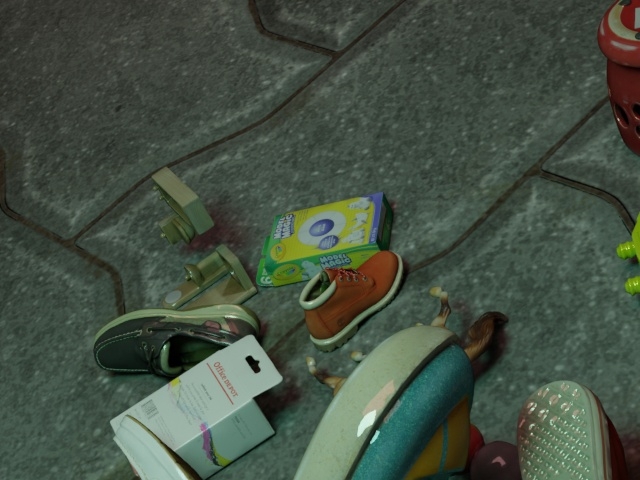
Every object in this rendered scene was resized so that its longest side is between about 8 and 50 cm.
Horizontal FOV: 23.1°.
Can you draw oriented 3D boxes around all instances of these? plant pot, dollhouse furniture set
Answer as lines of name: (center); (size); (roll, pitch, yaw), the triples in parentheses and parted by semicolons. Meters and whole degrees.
plant pot: (0.435, -0.216, 1.892); (0.191, 0.174, 0.191); (-17, 35, 12)
dollhouse furniture set: (-0.191, 0.018, 2.020); (0.123, 0.151, 0.144); (-35, 34, -10)

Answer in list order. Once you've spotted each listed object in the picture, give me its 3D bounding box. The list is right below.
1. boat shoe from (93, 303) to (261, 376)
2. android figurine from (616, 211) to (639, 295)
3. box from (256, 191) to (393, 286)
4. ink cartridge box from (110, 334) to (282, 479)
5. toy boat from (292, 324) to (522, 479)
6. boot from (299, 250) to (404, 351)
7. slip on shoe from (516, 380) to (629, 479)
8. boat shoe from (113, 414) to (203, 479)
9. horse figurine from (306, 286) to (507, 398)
boat shoe: (-0.185, 0.131, 1.937); (0.223, 0.080, 0.073); (-10, 34, 16)
android figurine: (0.460, -0.007, 1.713); (0.273, 0.056, 0.248); (-18, 37, 11)
box: (0.000, 0.000, 2.014); (0.179, 0.043, 0.105); (-14, 37, 20)
ink cartridge box: (-0.133, 0.206, 1.820); (0.198, 0.067, 0.115); (-33, 36, -5)
toy boat: (0.099, 0.210, 1.481); (0.148, 0.318, 0.267); (29, 100, 23)
boot: (0.038, 0.053, 1.888); (0.059, 0.084, 0.158); (16, 52, 46)
slip on shoe: (0.243, 0.291, 1.448); (0.123, 0.101, 0.331); (-21, 47, 30)
boat shoe: (-0.152, 0.297, 1.658); (0.096, 0.098, 0.277); (-44, 55, -3)
horse figurine: (0.091, 0.146, 1.754); (0.263, 0.066, 0.174); (-27, 30, 4)
